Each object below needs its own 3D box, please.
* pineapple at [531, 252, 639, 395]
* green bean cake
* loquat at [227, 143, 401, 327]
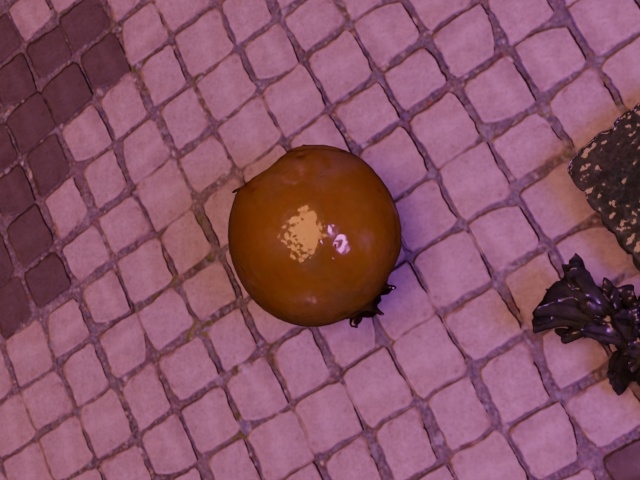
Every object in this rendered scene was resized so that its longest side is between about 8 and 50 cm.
[{"bbox_3d":[0.386,0.129,1.198,0.310,0.141,0.170,26,139,24],"label":"pineapple"},{"bbox_3d":[0.407,-0.069,1.242,0.183,0.094,0.185,-41,67,17],"label":"green bean cake"},{"bbox_3d":[0.000,0.000,1.369,0.243,0.244,0.244,-4,82,26],"label":"loquat"}]
